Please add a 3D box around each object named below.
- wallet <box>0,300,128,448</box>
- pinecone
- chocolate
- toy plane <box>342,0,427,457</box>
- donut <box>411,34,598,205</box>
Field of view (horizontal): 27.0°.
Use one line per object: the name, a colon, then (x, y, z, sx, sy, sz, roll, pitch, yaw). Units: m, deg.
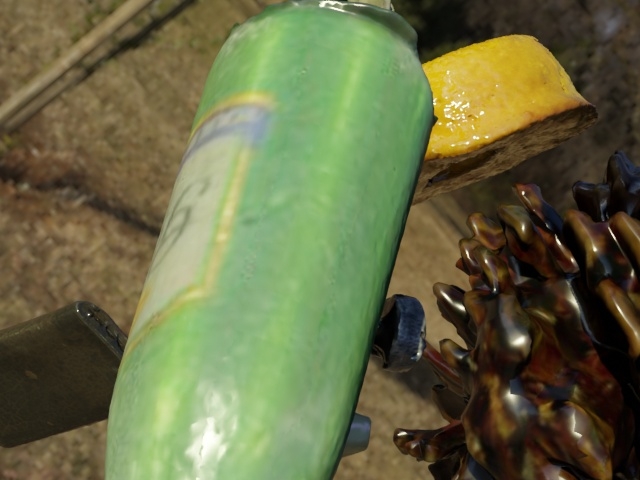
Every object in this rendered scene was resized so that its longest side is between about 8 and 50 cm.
wallet: (-0.350, 0.172, 1.694, 0.170, 0.321, 0.044, 53, 42, -22)
pinecone: (0.241, 0.130, 1.147, 0.398, 0.397, 0.398, 51, 4, -5)
chocolate: (-0.028, 0.042, 0.510, 0.110, 0.110, 0.291, 48, 43, -37)
toy plane: (0.000, 0.000, 0.661, 0.092, 0.286, 0.108, 9, 9, -22)
donut: (0.133, -0.117, 1.393, 0.303, 0.303, 0.110, 24, 43, -81)
